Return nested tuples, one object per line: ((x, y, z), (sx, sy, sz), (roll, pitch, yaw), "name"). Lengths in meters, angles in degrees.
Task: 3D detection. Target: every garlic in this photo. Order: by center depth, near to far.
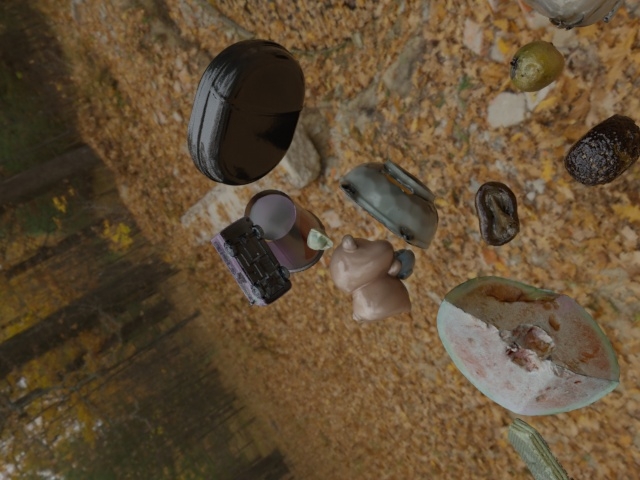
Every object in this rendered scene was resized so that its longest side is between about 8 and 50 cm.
((0.476, -0.571, 1.172), (0.322, 0.241, 0.322), (37, -156, -19), "garlic")

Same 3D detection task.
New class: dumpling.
((0.000, 0.000, 1.282), (0.059, 0.043, 0.077), (19, 130, 12), "dumpling")

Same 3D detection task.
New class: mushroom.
((0.599, -0.079, 1.919), (0.217, 0.148, 0.227), (-92, -18, -80), "mushroom")

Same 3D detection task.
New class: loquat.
((0.695, -0.558, 1.874), (0.172, 0.205, 0.149), (136, 114, -73), "loquat")

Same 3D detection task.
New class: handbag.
((-0.140, -0.250, 1.182), (0.093, 0.254, 0.308), (40, 123, 31), "handbag")

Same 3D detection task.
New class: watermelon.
((0.383, 0.193, 1.122), (0.322, 0.175, 0.188), (37, 142, 15), "watermelon")

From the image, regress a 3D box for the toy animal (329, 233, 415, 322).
((0.131, 0.112, 1.569), (0.230, 0.221, 0.210), (12, 164, -6), "toy animal")

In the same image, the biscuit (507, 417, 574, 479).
((0.557, 0.560, 1.498), (0.252, 0.052, 0.150), (55, 169, -12), "biscuit")

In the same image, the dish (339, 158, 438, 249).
((0.184, -0.106, 1.408), (0.303, 0.120, 0.303), (35, -167, -9), "dish")

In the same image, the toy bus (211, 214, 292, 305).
((-0.159, 0.052, 1.336), (0.199, 0.096, 0.108), (58, 149, -6), "toy bus")

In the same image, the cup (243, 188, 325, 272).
((-0.099, -0.032, 1.567), (0.203, 0.203, 0.288), (52, 180, 15), "cup")

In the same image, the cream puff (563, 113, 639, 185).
((0.872, -0.268, 1.801), (0.165, 0.239, 0.239), (53, 161, 16), "cream puff")
